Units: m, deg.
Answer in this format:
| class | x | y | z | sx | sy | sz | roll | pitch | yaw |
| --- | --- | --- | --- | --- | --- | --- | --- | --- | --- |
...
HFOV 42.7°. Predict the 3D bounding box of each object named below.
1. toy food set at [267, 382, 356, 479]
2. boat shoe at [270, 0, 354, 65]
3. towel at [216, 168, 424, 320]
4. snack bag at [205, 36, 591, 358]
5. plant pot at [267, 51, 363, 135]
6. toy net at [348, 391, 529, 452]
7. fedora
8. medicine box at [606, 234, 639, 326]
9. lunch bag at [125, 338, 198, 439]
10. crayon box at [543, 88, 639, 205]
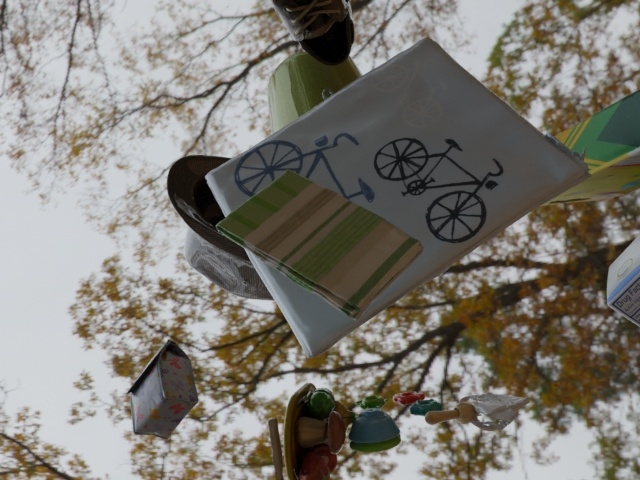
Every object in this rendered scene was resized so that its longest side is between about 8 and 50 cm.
| class | x | y | z | sx | sy | sz | roll | pitch | yaw |
| --- | --- | --- | --- | --- | --- | --- | --- | --- | --- |
| toy food set | 0.004 | 0.252 | 1.027 | 0.218 | 0.071 | 0.128 | -17 | -78 | -76 |
| boat shoe | -0.010 | -0.380 | 1.262 | 0.130 | 0.132 | 0.355 | 68 | -167 | 16 |
| towel | 0.000 | 0.000 | 0.717 | 0.152 | 0.023 | 0.113 | 30 | -134 | 21 |
| snack bag | 0.064 | -0.070 | 0.904 | 0.343 | 0.323 | 0.037 | -34 | -43 | -2 |
| plant pot | 0.016 | -0.202 | 1.480 | 0.276 | 0.276 | 0.254 | 14 | -136 | -35 |
| toy net | 0.153 | 0.229 | 1.060 | 0.122 | 0.232 | 0.045 | -18 | -79 | -77 |
| fedora | -0.094 | -0.003 | 1.145 | 0.275 | 0.124 | 0.243 | 9 | -145 | -21 |
| medicine box | 0.733 | 0.077 | 1.517 | 0.289 | 0.263 | 0.149 | 34 | -146 | 1 |
| lunch bag | -0.172 | 0.158 | 0.876 | 0.053 | 0.071 | 0.083 | 21 | -147 | -33 |
| crayon box | 0.446 | -0.132 | 1.194 | 0.202 | 0.318 | 0.081 | -5 | -103 | -28 |
